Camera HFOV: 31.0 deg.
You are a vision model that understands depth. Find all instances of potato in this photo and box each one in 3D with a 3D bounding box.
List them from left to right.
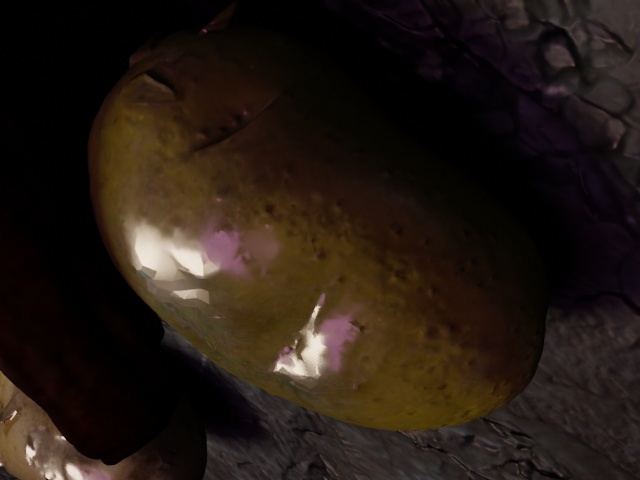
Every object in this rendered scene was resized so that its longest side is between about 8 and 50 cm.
[{"bbox_3d":[-0.213,0.161,1.029,0.262,0.165,0.165,29,150,24],"label":"potato"},{"bbox_3d":[0.000,0.000,0.574,0.248,0.143,0.169,33,148,-6],"label":"potato"}]

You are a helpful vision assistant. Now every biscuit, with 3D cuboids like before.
[{"bbox_3d":[-0.216,-0.041,0.704,0.407,0.091,0.407,49,169,13],"label":"biscuit"}]

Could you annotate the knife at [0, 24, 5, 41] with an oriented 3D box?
[{"bbox_3d":[-0.258,-0.164,0.757,0.121,0.018,0.031,34,150,13],"label":"knife"}]
